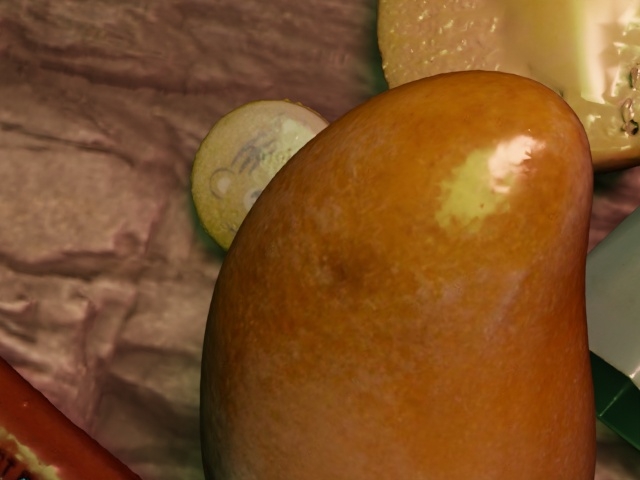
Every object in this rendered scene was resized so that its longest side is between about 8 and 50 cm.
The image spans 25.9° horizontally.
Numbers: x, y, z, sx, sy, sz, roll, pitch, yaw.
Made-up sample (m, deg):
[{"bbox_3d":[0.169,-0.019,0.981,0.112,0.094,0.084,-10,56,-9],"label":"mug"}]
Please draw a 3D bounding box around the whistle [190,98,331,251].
[{"bbox_3d":[0.000,0.000,0.867,0.104,0.057,0.198,-40,83,12],"label":"whistle"}]

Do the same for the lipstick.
[{"bbox_3d":[-0.116,0.180,0.838,0.418,0.077,0.077,37,87,15],"label":"lipstick"}]

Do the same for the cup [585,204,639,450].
[{"bbox_3d":[0.240,0.007,0.788,0.236,0.134,0.148,-46,49,-10],"label":"cup"}]

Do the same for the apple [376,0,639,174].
[{"bbox_3d":[0.136,-0.158,0.839,0.193,0.120,0.265,3,77,24],"label":"apple"}]

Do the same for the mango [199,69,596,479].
[{"bbox_3d":[0.042,0.078,0.697,0.198,0.384,0.221,-7,47,-18],"label":"mango"}]
